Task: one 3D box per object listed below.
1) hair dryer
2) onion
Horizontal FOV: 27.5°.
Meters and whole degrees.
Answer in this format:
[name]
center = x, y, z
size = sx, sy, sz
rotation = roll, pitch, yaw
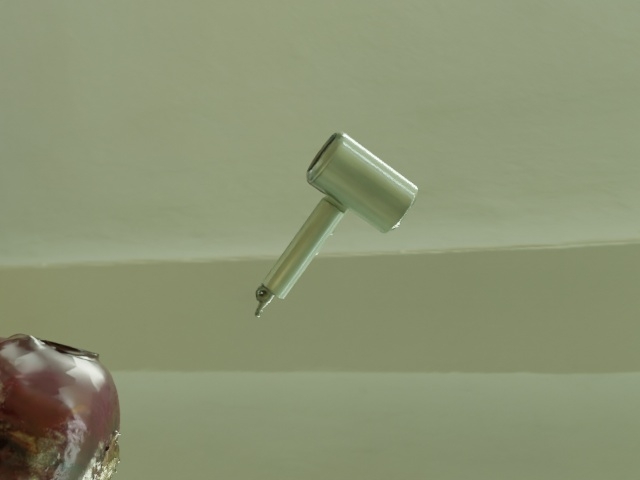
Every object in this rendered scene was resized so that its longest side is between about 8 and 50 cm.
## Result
[hair dryer]
center = 0.000, 0.000, 0.802
size = 0.063, 0.038, 0.124
rotation = 35, -84, -9
[onion]
center = -0.235, 0.120, 0.957
size = 0.198, 0.173, 0.135
rotation = 30, -97, -3
